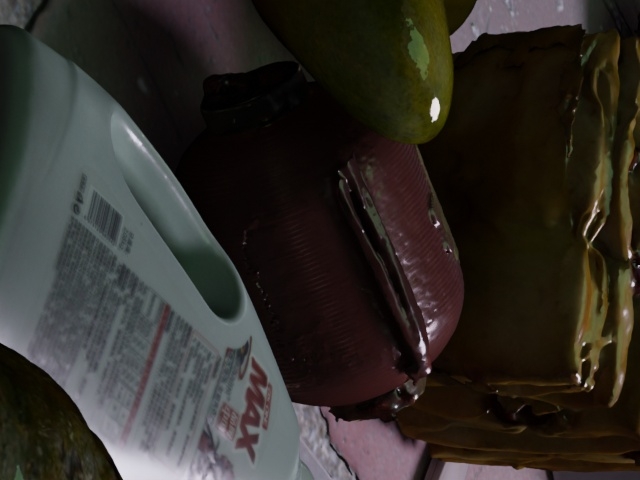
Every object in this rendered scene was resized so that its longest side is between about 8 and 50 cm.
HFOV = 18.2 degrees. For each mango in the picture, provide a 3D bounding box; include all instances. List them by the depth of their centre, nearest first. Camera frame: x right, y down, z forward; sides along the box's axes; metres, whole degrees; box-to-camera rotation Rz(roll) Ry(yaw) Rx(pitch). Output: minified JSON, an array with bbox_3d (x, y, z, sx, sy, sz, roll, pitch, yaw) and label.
[{"bbox_3d":[0.014,-0.183,1.278,0.289,0.129,0.146,-112,-161,-54],"label":"mango"}]

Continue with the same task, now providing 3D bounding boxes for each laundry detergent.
[{"bbox_3d":[-0.111,0.079,1.191,0.398,0.125,0.264,45,47,-43],"label":"laundry detergent"}]

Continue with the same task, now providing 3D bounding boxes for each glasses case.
[{"bbox_3d":[0.098,0.186,1.562,0.032,0.021,0.083,53,43,-32],"label":"glasses case"}]

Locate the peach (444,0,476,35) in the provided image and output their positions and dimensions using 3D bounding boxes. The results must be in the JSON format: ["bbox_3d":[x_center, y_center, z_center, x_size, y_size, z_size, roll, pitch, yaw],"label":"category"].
[{"bbox_3d":[0.044,-0.223,1.473,0.179,0.103,0.179,11,69,-30],"label":"peach"}]

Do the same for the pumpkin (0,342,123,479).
[{"bbox_3d":[-0.206,0.150,0.882,0.325,0.242,0.232,36,58,-37],"label":"pumpkin"}]

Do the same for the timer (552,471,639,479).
[{"bbox_3d":[0.319,0.134,1.745,0.195,0.192,0.194,-15,95,-56],"label":"timer"}]

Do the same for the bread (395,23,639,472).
[{"bbox_3d":[0.144,0.009,1.454,0.167,0.277,0.324,2,85,-51],"label":"bread"}]

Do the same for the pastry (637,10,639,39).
[{"bbox_3d":[0.404,-0.131,1.925,0.275,0.193,0.275,17,69,-55],"label":"pastry"}]

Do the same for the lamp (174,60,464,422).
[{"bbox_3d":[0.000,0.000,1.319,0.180,0.180,0.258,-49,124,-48],"label":"lamp"}]
